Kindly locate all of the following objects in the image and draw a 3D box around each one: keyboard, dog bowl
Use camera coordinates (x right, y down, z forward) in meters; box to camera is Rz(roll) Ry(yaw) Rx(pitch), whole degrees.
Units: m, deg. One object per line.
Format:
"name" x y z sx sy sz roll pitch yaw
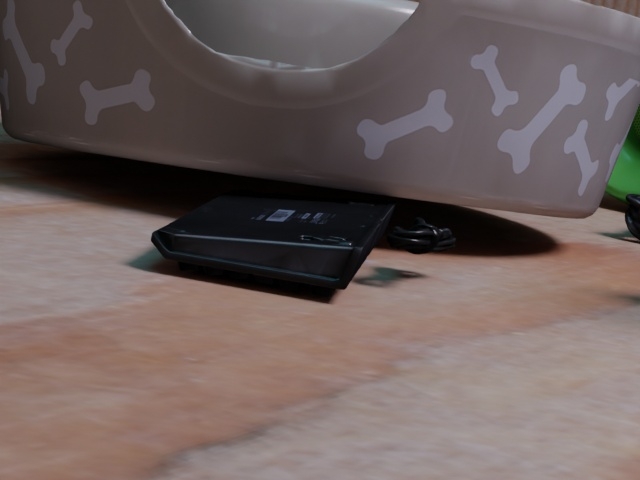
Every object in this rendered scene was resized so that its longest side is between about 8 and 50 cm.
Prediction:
"keyboard" 0.000 0.000 0.786 0.108 0.023 0.180 4 8 6
"dog bowl" -0.004 -0.081 0.994 0.349 0.102 0.349 8 4 -1

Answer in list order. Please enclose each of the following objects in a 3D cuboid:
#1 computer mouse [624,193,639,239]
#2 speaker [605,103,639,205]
"computer mouse" 0.273 -0.003 1.082 0.193 0.042 0.106 7 1 24
"speaker" 0.288 -0.080 1.349 0.131 0.131 0.296 15 9 34
